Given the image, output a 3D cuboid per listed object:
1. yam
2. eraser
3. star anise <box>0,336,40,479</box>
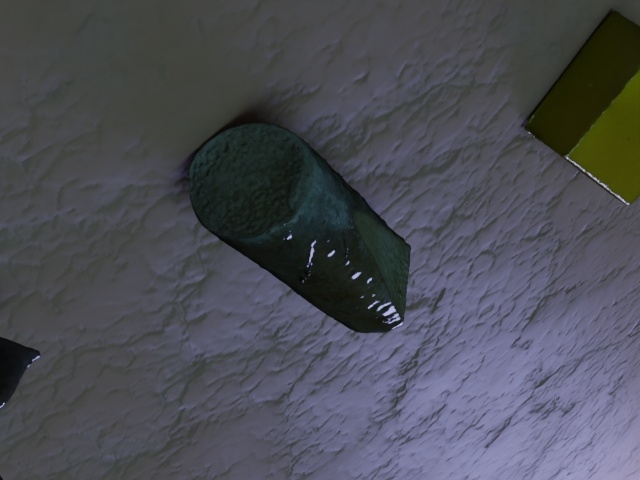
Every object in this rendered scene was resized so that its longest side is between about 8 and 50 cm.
[{"bbox_3d":[0.000,0.000,0.559,0.068,0.068,0.169,-47,145,3],"label":"yam"},{"bbox_3d":[0.205,-0.086,0.698,0.097,0.045,0.122,-52,144,12],"label":"eraser"},{"bbox_3d":[-0.208,0.079,0.419,0.229,0.093,0.236,-52,149,1],"label":"star anise"}]
